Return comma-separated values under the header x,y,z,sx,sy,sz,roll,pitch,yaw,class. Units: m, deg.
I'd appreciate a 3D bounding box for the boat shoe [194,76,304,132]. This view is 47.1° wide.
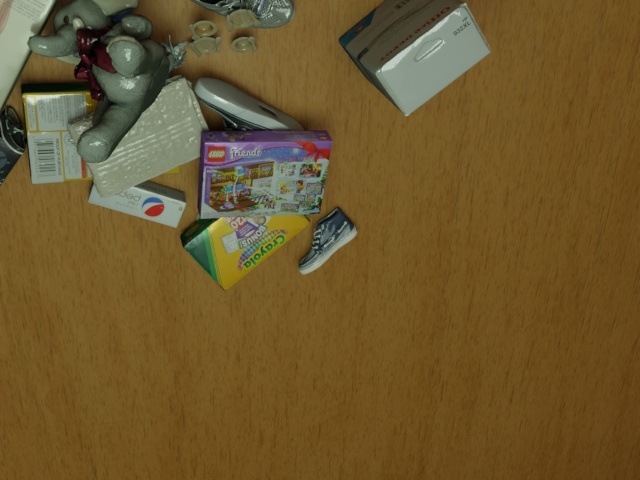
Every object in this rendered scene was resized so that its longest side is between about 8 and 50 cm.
x,y,z,sx,sy,sz,roll,pitch,yaw,class
-0.174,-0.273,1.679,0.301,0.108,0.102,18,121,-44,boat shoe

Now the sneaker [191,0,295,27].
x,y,z,sx,sy,sz,roll,pitch,yaw,class
-0.187,-0.509,1.559,0.281,0.115,0.105,9,114,-19,sneaker

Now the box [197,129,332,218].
x,y,z,sx,sy,sz,roll,pitch,yaw,class
-0.130,-0.152,1.682,0.293,0.057,0.201,-3,128,-18,box

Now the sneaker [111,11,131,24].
x,y,z,sx,sy,sz,roll,pitch,yaw,class
-0.400,-0.584,1.441,0.130,0.147,0.330,5,122,-17,sneaker

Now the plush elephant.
x,y,z,sx,sy,sz,roll,pitch,yaw,class
-0.434,-0.370,1.431,0.255,0.330,0.272,30,129,-3,plush elephant

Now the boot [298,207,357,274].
x,y,z,sx,sy,sz,roll,pitch,yaw,class
0.000,0.000,1.917,0.190,0.069,0.086,-40,113,-1,boot

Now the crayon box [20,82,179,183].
x,y,z,sx,sy,sz,roll,pitch,yaw,class
-0.480,-0.242,1.625,0.323,0.083,0.203,-6,119,-21,crayon box

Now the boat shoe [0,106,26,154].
x,y,z,sx,sy,sz,roll,pitch,yaw,class
-0.658,-0.237,1.578,0.038,0.125,0.046,-40,148,13,boat shoe

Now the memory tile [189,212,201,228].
x,y,z,sx,sy,sz,roll,pitch,yaw,class
-0.247,-0.037,1.855,0.148,0.012,0.113,26,108,-25,memory tile

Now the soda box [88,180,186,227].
x,y,z,sx,sy,sz,roll,pitch,yaw,class
-0.432,-0.103,1.737,0.216,0.069,0.074,17,112,-22,soda box

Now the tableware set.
x,y,z,sx,sy,sz,roll,pitch,yaw,class
-0.209,-0.445,1.589,0.168,0.020,0.141,-10,162,-2,tableware set

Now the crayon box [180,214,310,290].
x,y,z,sx,sy,sz,roll,pitch,yaw,class
-0.187,-0.028,1.819,0.278,0.081,0.165,-39,118,0,crayon box

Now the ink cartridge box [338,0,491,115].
x,y,z,sx,sy,sz,roll,pitch,yaw,class
0.195,-0.425,1.595,0.223,0.307,0.129,-37,120,6,ink cartridge box

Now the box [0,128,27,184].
x,y,z,sx,sy,sz,roll,pitch,yaw,class
-0.758,-0.178,1.604,0.147,0.077,0.180,34,104,-28,box

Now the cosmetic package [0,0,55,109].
x,y,z,sx,sy,sz,roll,pitch,yaw,class
-0.646,-0.402,1.474,0.129,0.153,0.296,27,106,-24,cosmetic package

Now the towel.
x,y,z,sx,sy,sz,roll,pitch,yaw,class
-0.385,-0.228,1.596,0.282,0.049,0.187,-25,122,-12,towel
